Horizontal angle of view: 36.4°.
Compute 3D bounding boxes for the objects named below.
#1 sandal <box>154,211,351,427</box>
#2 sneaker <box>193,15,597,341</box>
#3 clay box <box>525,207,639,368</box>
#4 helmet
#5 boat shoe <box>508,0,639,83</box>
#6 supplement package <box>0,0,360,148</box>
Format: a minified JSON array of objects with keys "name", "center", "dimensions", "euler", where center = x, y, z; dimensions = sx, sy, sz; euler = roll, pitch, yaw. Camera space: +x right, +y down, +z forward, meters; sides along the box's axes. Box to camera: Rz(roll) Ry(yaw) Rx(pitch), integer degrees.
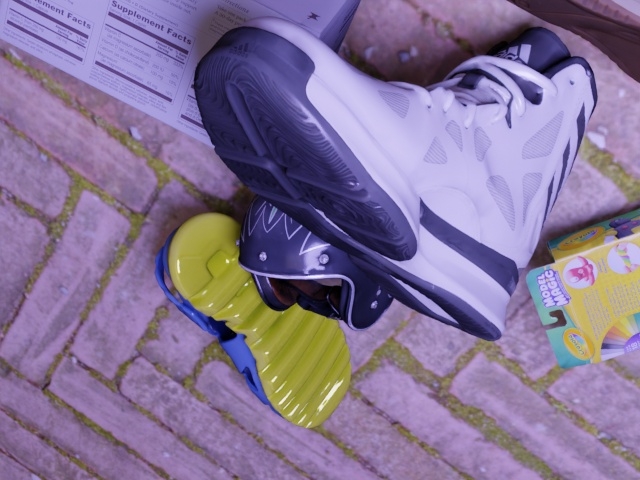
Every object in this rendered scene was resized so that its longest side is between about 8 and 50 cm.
[{"name":"sandal","center":[-0.080,0.087,1.114],"dimensions":[0.138,0.126,0.317],"euler":[10,140,55]},{"name":"sneaker","center":[0.085,-0.108,0.810],"dimensions":[0.169,0.257,0.447],"euler":[22,169,37]},{"name":"clay box","center":[0.319,0.035,0.946],"dimensions":[0.222,0.053,0.127],"euler":[-20,113,13]},{"name":"helmet","center":[0.000,0.000,0.983],"dimensions":[0.169,0.169,0.161],"euler":[-7,132,22]},{"name":"boat shoe","center":[0.267,-0.213,0.791],"dimensions":[0.342,0.123,0.123],"euler":[33,88,13]},{"name":"supplement package","center":[-0.112,-0.218,0.866],"dimensions":[0.262,0.204,0.145],"euler":[28,126,0]}]
